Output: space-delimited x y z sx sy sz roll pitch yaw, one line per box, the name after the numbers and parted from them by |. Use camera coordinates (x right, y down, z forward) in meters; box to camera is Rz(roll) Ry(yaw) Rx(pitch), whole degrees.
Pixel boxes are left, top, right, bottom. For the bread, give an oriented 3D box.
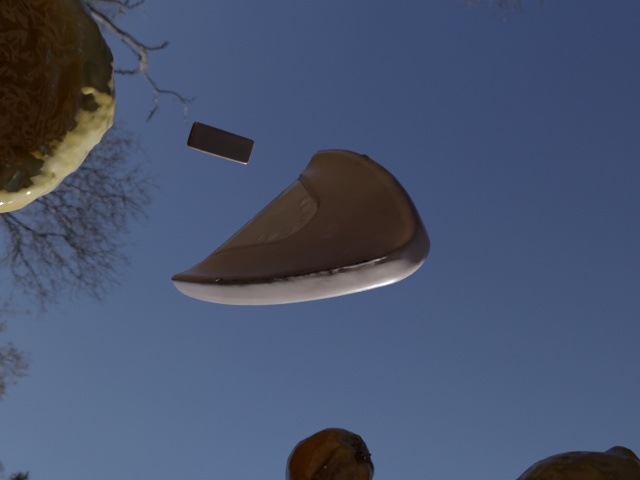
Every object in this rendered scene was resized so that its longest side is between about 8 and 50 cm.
-0.302 -0.144 0.538 0.244 0.244 0.134 -57 -156 0 | bread

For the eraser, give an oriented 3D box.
0.000 0.001 0.528 0.204 0.059 0.243 -42 -150 -21 | eraser

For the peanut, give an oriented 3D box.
0.215 0.276 0.573 0.236 0.110 0.120 -29 -148 -18 | peanut

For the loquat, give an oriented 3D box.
0.015 0.315 0.826 0.137 0.113 0.137 -52 -160 27 | loquat

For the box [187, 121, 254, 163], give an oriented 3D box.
-0.174 -0.170 1.093 0.025 0.115 0.048 30 -76 59 | box
